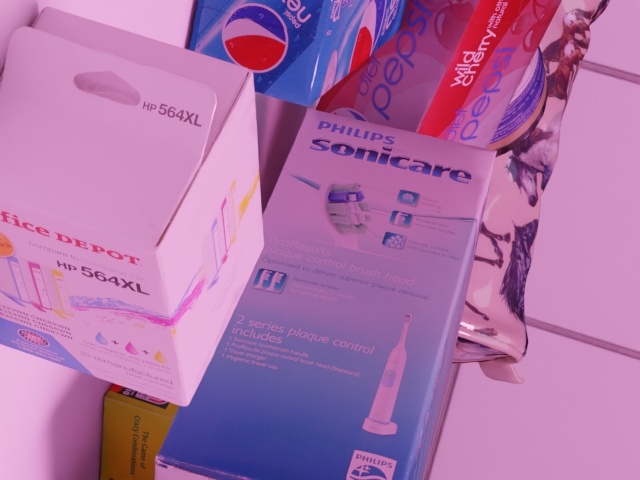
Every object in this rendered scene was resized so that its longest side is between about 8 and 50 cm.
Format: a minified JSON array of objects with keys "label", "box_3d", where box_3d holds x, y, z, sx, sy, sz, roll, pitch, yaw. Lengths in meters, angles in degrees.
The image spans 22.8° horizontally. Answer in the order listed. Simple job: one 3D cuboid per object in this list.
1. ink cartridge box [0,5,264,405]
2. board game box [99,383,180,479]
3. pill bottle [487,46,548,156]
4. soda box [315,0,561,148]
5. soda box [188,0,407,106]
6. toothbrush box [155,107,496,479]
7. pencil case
[{"label":"ink cartridge box","box_3d":[-0.082,-0.016,0.630,0.143,0.092,0.090,88,23,-57]},{"label":"board game box","box_3d":[-0.095,0.137,0.940,0.092,0.043,0.181,-59,163,-51]},{"label":"pill bottle","box_3d":[0.096,-0.161,1.182,0.219,0.123,0.123,61,46,-58]},{"label":"soda box","box_3d":[0.063,-0.094,1.049,0.083,0.092,0.263,-9,134,-41]},{"label":"soda box","box_3d":[-0.004,-0.137,0.893,0.210,0.071,0.067,-49,154,-65]},{"label":"toothbrush box","box_3d":[0.005,0.100,0.924,0.295,0.126,0.216,-68,169,-45]},{"label":"pencil case","box_3d":[0.146,-0.084,1.422,0.183,0.160,0.410,36,63,-46]}]
